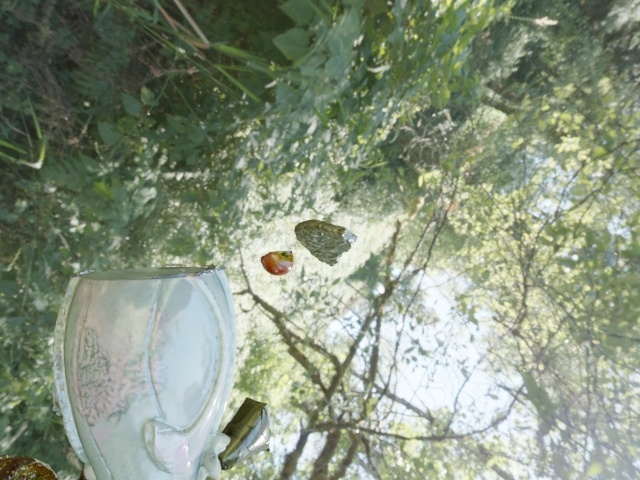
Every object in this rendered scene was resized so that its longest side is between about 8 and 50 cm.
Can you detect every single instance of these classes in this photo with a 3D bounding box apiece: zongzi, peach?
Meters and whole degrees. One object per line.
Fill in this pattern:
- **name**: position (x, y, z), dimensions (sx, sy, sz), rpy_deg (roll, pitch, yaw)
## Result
- **zongzi**: position (-0.234, 0.633, 1.238), dimensions (0.221, 0.112, 0.242), rpy_deg (-41, 136, -51)
- **peach**: position (-0.112, 0.063, 1.070), dimensions (0.098, 0.061, 0.098), rpy_deg (-14, 159, -6)

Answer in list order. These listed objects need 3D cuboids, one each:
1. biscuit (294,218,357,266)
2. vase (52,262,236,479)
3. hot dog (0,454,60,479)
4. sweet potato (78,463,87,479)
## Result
- **biscuit**: position (0.001, -0.002, 0.994), dimensions (0.290, 0.141, 0.038), rpy_deg (122, -7, -73)
- **vase**: position (-0.248, 0.260, 0.602), dimensions (0.250, 0.250, 0.445), rpy_deg (-173, -97, -84)
- **hot dog**: position (-0.528, 0.516, 0.704), dimensions (0.122, 0.272, 0.196), rpy_deg (-17, -175, -2)
- **sweet potato**: position (-0.400, 0.431, 0.747), dimensions (0.077, 0.077, 0.243), rpy_deg (-55, -168, -19)
